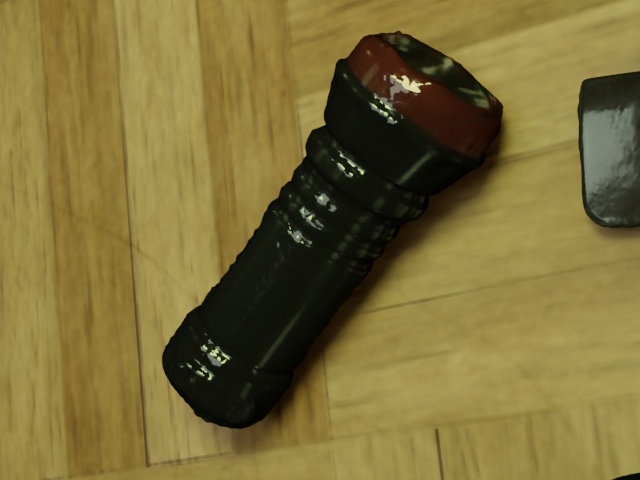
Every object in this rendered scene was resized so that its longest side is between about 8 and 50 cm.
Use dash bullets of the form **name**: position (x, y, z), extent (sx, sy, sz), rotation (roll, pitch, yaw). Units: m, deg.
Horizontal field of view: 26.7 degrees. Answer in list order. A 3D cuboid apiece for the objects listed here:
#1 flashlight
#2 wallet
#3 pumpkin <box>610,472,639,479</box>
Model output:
- **flashlight**: position (0.000, 0.000, 0.727), extent (0.093, 0.093, 0.232), rotation (48, 115, 29)
- **wallet**: position (0.196, -0.048, 0.637), extent (0.156, 0.018, 0.082), rotation (-5, 80, 33)
- **pumpkin**: position (0.135, 0.217, 0.505), extent (0.248, 0.248, 0.248), rotation (-5, 80, 33)
